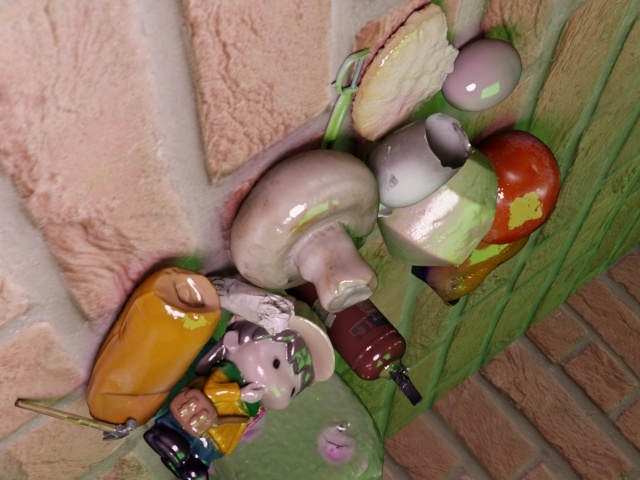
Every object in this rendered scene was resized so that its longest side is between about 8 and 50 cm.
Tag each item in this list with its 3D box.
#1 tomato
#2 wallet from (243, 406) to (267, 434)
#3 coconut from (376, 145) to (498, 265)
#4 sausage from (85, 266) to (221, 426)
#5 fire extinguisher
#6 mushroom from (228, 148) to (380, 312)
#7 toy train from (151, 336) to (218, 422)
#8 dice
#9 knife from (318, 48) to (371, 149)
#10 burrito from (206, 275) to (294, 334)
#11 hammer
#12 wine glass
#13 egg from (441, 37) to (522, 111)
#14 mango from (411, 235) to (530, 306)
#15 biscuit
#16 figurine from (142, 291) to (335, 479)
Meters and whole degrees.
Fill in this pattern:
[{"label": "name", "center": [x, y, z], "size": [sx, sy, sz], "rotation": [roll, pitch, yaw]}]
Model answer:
[{"label": "tomato", "center": [0.366, -0.101, 1.846], "size": [0.232, 0.188, 0.232], "rotation": [-37, 158, -18]}, {"label": "wallet", "center": [-0.199, 0.329, 1.745], "size": [0.119, 0.025, 0.232], "rotation": [-41, -160, -30]}, {"label": "coconut", "center": [0.190, -0.057, 1.607], "size": [0.205, 0.236, 0.236], "rotation": [11, 126, -48]}, {"label": "sausage", "center": [-0.260, 0.174, 1.408], "size": [0.134, 0.116, 0.354], "rotation": [2, 142, -34]}, {"label": "fire extinguisher", "center": [0.056, 0.143, 1.574], "size": [0.102, 0.344, 0.138], "rotation": [-41, 158, -1]}, {"label": "mushroom", "center": [0.000, 0.000, 1.367], "size": [0.244, 0.243, 0.243], "rotation": [-35, 158, -16]}, {"label": "toy train", "center": [-0.206, 0.260, 1.620], "size": [0.198, 0.154, 0.107], "rotation": [-39, 162, -3]}, {"label": "dice", "center": [-0.071, 0.449, 1.976], "size": [0.318, 0.330, 0.322], "rotation": [-32, 155, -27]}, {"label": "knife", "center": [0.021, -0.181, 1.340], "size": [0.054, 0.015, 0.212], "rotation": [-26, 154, -32]}, {"label": "burrito", "center": [-0.117, 0.090, 1.429], "size": [0.064, 0.203, 0.064], "rotation": [-18, 116, -41]}, {"label": "hammer", "center": [-0.369, 0.267, 1.421], "size": [0.182, 0.017, 0.062], "rotation": [23, 136, -30]}, {"label": "wine glass", "center": [0.130, -0.111, 1.437], "size": [0.111, 0.111, 0.204], "rotation": [-22, 174, -40]}, {"label": "egg", "center": [0.247, -0.253, 1.462], "size": [0.135, 0.103, 0.103], "rotation": [-34, 158, -10]}, {"label": "mango", "center": [0.330, 0.006, 2.035], "size": [0.287, 0.152, 0.201], "rotation": [-41, 173, 1]}, {"label": "biscuit", "center": [0.127, -0.237, 1.382], "size": [0.188, 0.040, 0.265], "rotation": [-27, 155, -28]}, {"label": "figurine", "center": [-0.131, 0.218, 1.493], "size": [0.332, 0.204, 0.185], "rotation": [-35, 126, -10]}]
